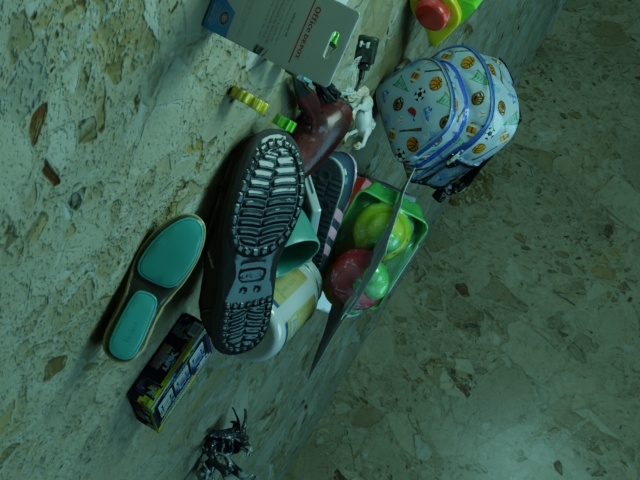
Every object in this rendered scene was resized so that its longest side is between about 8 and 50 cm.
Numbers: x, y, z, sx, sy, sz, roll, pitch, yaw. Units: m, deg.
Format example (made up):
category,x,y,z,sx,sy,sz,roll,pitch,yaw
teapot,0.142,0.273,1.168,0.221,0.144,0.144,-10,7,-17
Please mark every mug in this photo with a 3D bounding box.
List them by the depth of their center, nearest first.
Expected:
category,x,y,z,sx,sy,sz,roll,pitch,yaw
mug,-0.080,-0.001,1.994,0.129,0.097,0.158,-20,160,-21

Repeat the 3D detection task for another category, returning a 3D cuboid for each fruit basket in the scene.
category,x,y,z,sx,sy,sz,roll,pitch,yaw
fruit basket,0.090,0.060,2.242,0.327,0.165,0.353,-60,-171,30

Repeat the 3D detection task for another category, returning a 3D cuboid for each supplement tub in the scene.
category,x,y,z,sx,sy,sz,roll,pitch,yaw
supplement tub,-0.092,0.115,2.135,0.199,0.144,0.144,-43,158,-54

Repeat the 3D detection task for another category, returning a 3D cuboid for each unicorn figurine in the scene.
category,x,y,z,sx,sy,sz,roll,pitch,yaw
unicorn figurine,0.075,-0.226,2.257,0.111,0.060,0.162,-50,163,-41

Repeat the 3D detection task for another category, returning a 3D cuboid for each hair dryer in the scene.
category,x,y,z,sx,sy,sz,roll,pitch,yaw
hair dryer,-0.021,-0.214,1.942,0.223,0.080,0.294,-14,128,-52

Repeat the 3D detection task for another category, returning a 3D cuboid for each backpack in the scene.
category,x,y,z,sx,sy,sz,roll,pitch,yaw
backpack,0.256,-0.260,2.354,0.263,0.277,0.213,-30,157,29

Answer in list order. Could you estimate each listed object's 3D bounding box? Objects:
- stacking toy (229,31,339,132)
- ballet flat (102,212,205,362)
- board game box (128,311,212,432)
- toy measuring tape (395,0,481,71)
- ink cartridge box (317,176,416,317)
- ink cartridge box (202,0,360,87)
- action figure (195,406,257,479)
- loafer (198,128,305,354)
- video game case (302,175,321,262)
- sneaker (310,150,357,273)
category,x,y,z,sx,sy,sz,roll,pitch,yaw
stacking toy,-0.045,-0.254,1.723,0.167,0.052,0.221,-60,165,3
ballet flat,-0.239,0.060,1.648,0.232,0.080,0.073,-59,-165,-2
board game box,-0.248,0.221,1.970,0.170,0.048,0.141,-57,169,-23
toy measuring tape,0.205,-0.438,2.306,0.121,0.121,0.330,-54,-172,-31
ink cartridge box,0.076,0.019,2.550,0.308,0.091,0.385,-63,169,6
ink cartridge box,-0.039,-0.268,1.430,0.104,0.180,0.060,-65,167,18
action figure,-0.206,0.505,2.551,0.276,0.141,0.164,-61,156,6
loafer,-0.132,-0.007,1.839,0.133,0.130,0.366,3,110,-39
video game case,-0.031,-0.061,2.074,0.157,0.019,0.143,101,-24,-54
sneaker,-0.005,-0.025,2.257,0.131,0.112,0.319,-31,149,-61
